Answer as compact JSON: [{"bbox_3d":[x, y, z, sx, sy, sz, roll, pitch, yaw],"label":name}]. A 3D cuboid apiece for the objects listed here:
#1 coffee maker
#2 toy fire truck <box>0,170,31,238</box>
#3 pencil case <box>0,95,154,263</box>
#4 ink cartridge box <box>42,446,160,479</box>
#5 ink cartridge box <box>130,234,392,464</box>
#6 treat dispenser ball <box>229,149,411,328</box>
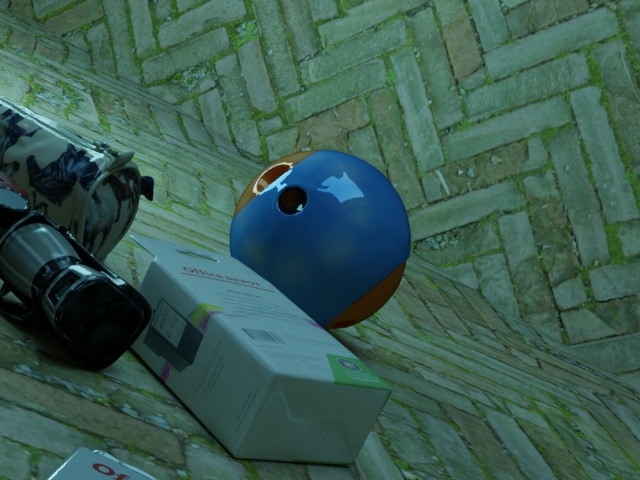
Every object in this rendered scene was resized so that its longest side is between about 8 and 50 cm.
[{"bbox_3d":[-0.283,0.063,1.475,0.171,0.120,0.178,15,16,-47],"label":"coffee maker"},{"bbox_3d":[-0.497,-0.058,1.555,0.217,0.158,0.246,19,23,-30],"label":"toy fire truck"},{"bbox_3d":[-0.448,-0.130,1.830,0.410,0.184,0.160,29,12,21],"label":"pencil case"},{"bbox_3d":[-0.143,0.269,0.855,0.197,0.114,0.273,26,12,3],"label":"ink cartridge box"},{"bbox_3d":[-0.105,0.132,1.552,0.207,0.119,0.353,14,17,-44],"label":"ink cartridge box"},{"bbox_3d":[0.000,0.000,1.956,0.288,0.288,0.288,25,11,-5],"label":"treat dispenser ball"}]
